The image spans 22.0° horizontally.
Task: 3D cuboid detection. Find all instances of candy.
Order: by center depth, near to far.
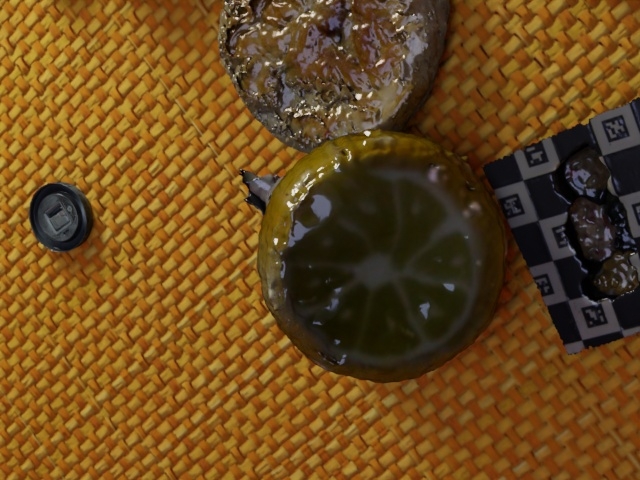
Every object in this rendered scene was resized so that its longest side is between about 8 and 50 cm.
[{"bbox_3d":[0.062,0.017,1.660,0.260,0.118,0.260,-2,103,-10],"label":"candy"}]

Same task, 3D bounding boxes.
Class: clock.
[{"bbox_3d":[-0.307,-0.028,1.950,0.085,0.017,0.085,6,103,27],"label":"clock"}]

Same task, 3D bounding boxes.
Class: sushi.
[{"bbox_3d":[0.290,-0.017,1.625,0.192,0.050,0.215,-23,94,32],"label":"sushi"}]

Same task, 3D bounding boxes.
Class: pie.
[{"bbox_3d":[0.014,-0.223,1.726,0.274,0.055,0.274,3,96,26],"label":"pie"}]

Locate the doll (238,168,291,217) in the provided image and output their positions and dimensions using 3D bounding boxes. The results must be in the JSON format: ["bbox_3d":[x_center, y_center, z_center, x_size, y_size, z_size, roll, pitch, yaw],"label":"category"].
[{"bbox_3d":[0.000,0.000,1.755,0.149,0.095,0.192,-13,97,31],"label":"doll"}]
